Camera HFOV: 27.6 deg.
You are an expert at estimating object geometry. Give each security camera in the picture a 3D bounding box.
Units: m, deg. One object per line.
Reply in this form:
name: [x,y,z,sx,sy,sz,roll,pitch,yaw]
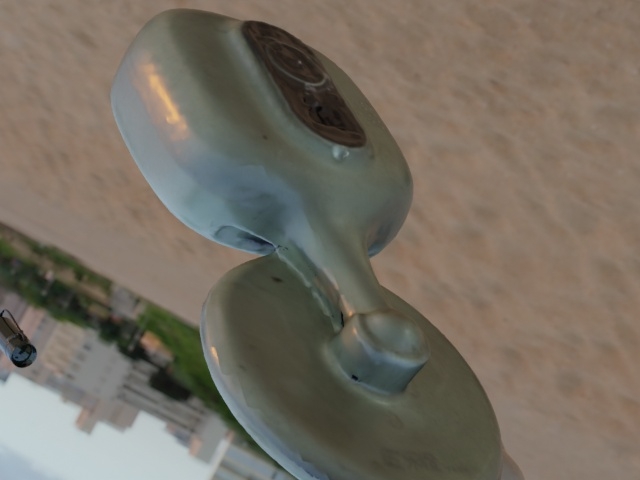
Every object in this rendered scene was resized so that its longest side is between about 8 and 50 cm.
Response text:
security camera: [0.000,0.000,0.627,0.157,0.080,0.301,12,-142,-40]

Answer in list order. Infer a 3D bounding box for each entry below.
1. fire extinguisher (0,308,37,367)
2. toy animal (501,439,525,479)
fire extinguisher: [-0.289,0.087,1.213,0.025,0.038,0.083,11,-168,-36]
toy animal: [0.060,0.276,0.939,0.258,0.357,0.194,12,157,-29]
